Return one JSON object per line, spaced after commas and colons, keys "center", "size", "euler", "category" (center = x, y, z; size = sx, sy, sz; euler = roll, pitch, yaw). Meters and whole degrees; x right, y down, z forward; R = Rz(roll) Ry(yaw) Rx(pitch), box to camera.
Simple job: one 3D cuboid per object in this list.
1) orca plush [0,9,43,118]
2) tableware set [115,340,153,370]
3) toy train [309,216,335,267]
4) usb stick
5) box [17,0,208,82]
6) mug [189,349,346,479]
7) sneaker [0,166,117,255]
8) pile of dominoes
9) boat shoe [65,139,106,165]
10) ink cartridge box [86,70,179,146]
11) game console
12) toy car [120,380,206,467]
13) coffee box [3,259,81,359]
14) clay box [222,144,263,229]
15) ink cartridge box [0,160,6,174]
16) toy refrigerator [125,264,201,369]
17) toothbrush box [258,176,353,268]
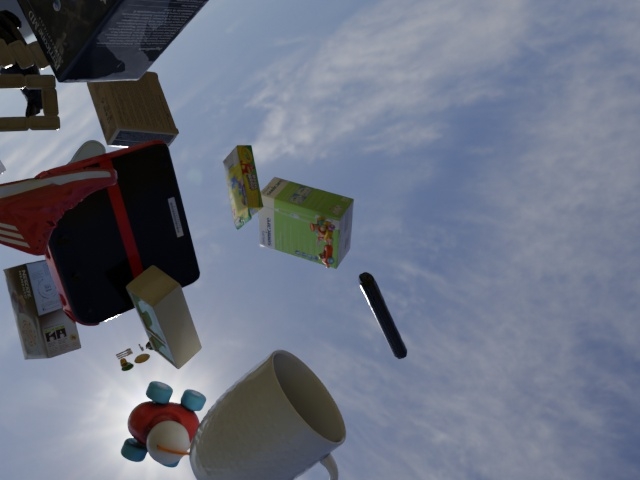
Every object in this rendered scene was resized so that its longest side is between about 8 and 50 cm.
{"center": [-0.675, -0.397, 1.357], "size": [0.151, 0.287, 0.102], "euler": [-30, -155, -30], "category": "orca plush"}
{"center": [-0.511, 0.332, 1.865], "size": [0.154, 0.104, 0.024], "euler": [-23, -123, -16], "category": "tableware set"}
{"center": [0.000, 0.000, 1.844], "size": [0.046, 0.125, 0.166], "euler": [3, -160, -18], "category": "toy train"}
{"center": [0.175, 0.211, 1.798], "size": [0.045, 0.278, 0.077], "euler": [-27, -158, -2], "category": "usb stick"}
{"center": [-0.389, -0.534, 1.215], "size": [0.395, 0.293, 0.212], "euler": [-32, 174, 38], "category": "box"}
{"center": [-0.117, 0.512, 1.576], "size": [0.328, 0.374, 0.276], "euler": [-40, -176, 11], "category": "mug"}
{"center": [-0.443, -0.047, 1.076], "size": [0.221, 0.128, 0.087], "euler": [-14, -173, -14], "category": "sneaker"}
{"center": [-0.658, -0.305, 1.280], "size": [0.251, 0.196, 0.040], "euler": [-5, 171, -18], "category": "pile of dominoes"}
{"center": [-0.668, -0.159, 1.711], "size": [0.254, 0.095, 0.079], "euler": [-61, -174, -21], "category": "boat shoe"}
{"center": [-0.538, -0.380, 1.833], "size": [0.088, 0.193, 0.235], "euler": [-41, -118, 38], "category": "ink cartridge box"}
{"center": [-0.479, -0.014, 1.523], "size": [0.342, 0.387, 0.060], "euler": [-25, -152, -32], "category": "game console"}
{"center": [-0.406, 0.544, 1.761], "size": [0.238, 0.210, 0.219], "euler": [25, -89, 58], "category": "toy car"}
{"center": [-0.725, 0.177, 1.670], "size": [0.141, 0.247, 0.098], "euler": [-10, -177, 39], "category": "coffee box"}
{"center": [-0.225, -0.152, 1.872], "size": [0.053, 0.222, 0.127], "euler": [-6, 168, -30], "category": "clay box"}
{"center": [-1.024, -0.156, 1.692], "size": [0.306, 0.131, 0.226], "euler": [-30, -159, -8], "category": "ink cartridge box"}
{"center": [-0.380, 0.195, 1.566], "size": [0.102, 0.269, 0.094], "euler": [31, -123, 27], "category": "toy refrigerator"}
{"center": [-0.049, -0.057, 2.046], "size": [0.283, 0.206, 0.122], "euler": [16, -140, 18], "category": "toothbrush box"}
